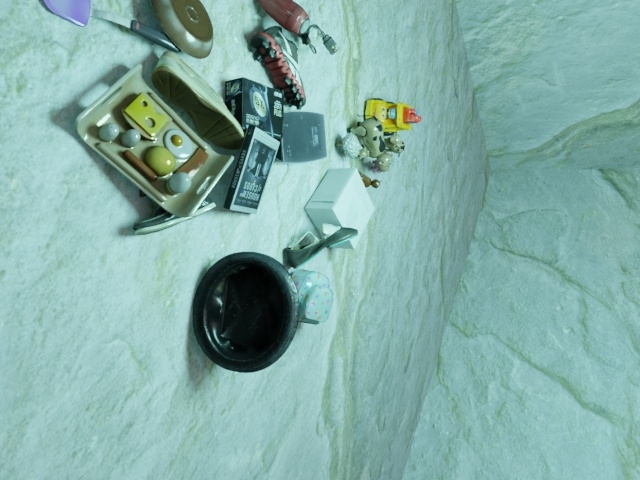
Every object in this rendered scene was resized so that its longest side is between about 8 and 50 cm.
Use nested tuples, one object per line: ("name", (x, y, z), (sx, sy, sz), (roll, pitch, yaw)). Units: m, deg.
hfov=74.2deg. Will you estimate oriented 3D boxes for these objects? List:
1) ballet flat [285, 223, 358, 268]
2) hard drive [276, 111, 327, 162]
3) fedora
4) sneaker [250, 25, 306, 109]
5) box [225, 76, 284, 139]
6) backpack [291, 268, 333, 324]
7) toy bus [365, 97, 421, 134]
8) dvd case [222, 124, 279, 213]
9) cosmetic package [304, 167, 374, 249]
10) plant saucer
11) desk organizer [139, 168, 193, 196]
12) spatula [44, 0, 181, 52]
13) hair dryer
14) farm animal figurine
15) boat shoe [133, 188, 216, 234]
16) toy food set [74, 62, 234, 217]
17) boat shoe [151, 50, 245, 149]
("ballet flat", (0.000, 0.000, 1.497), (0.280, 0.095, 0.096), (-28, 99, -11))
("hard drive", (-0.070, -0.359, 1.480), (0.254, 0.054, 0.172), (-22, 111, -52))
("fedora", (-0.203, 0.201, 1.228), (0.152, 0.333, 0.335), (42, 55, -84))
("sneaker", (-0.110, -0.560, 1.364), (0.276, 0.097, 0.135), (54, 54, -41))
("box", (-0.196, -0.390, 1.279), (0.180, 0.077, 0.148), (-2, 94, -54))
("backpack", (-0.040, 0.198, 1.511), (0.165, 0.144, 0.189), (25, 70, -47))
("toy bus", (0.332, -0.555, 1.894), (0.220, 0.211, 0.150), (-5, 100, -53))
("dvd case", (-0.199, -0.199, 1.243), (0.179, 0.029, 0.239), (3, 106, -74))
("cosmetic package", (0.082, -0.124, 1.648), (0.225, 0.138, 0.224), (-59, 137, -30))
("plant saucer", (-0.330, -0.557, 1.054), (0.198, 0.036, 0.199), (36, 46, -49))
("desk organizer", (-0.387, -0.145, 1.056), (0.130, 0.050, 0.047), (-21, 96, -45))
("spatula", (-0.445, -0.484, 0.936), (0.296, 0.030, 0.084), (8, 86, -42))
("hair dryer", (-0.092, -0.683, 1.348), (0.293, 0.223, 0.080), (34, 93, -36))
("farm animal figurine", (0.247, -0.388, 1.796), (0.330, 0.172, 0.327), (-55, 134, -27))
("boat shoe", (-0.375, -0.076, 1.072), (0.233, 0.083, 0.079), (-34, 103, -46))
("toy food set", (-0.368, -0.230, 0.990), (0.306, 0.092, 0.220), (46, 53, -29))
("boat shoe", (-0.302, -0.360, 1.113), (0.302, 0.109, 0.098), (40, 42, -44))
